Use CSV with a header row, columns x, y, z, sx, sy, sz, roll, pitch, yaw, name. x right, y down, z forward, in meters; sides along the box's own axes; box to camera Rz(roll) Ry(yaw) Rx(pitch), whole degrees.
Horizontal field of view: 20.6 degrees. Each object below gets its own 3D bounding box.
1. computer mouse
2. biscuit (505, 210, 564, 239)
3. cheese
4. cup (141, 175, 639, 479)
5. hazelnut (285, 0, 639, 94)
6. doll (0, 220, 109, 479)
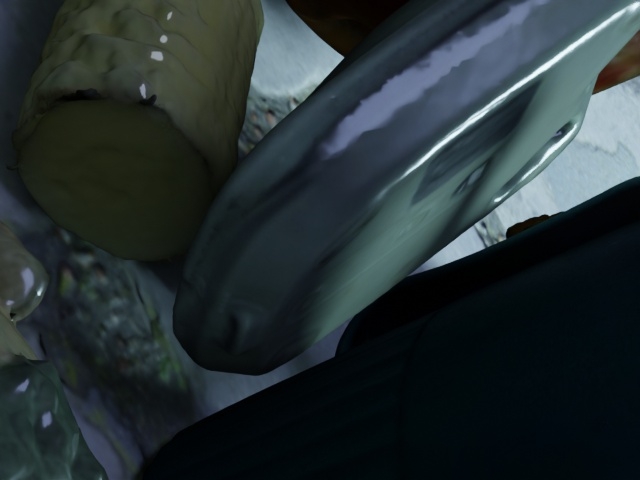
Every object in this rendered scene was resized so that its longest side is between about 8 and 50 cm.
x,y,z,sx,sy,sz,roll,pitch,yaw,name
0.048,-0.060,0.858,0.095,0.197,0.331,42,53,17,computer mouse
0.165,0.090,1.060,0.290,0.041,0.208,76,-5,-62,biscuit
-0.086,-0.083,0.862,0.167,0.094,0.123,-82,152,-45,cheese
0.083,0.114,0.791,0.242,0.292,0.307,21,50,-51,cup
0.128,-0.296,1.085,0.402,0.429,0.402,46,-14,15,hazelnut
-0.209,0.100,0.405,0.349,0.247,0.247,-34,98,-45,doll
